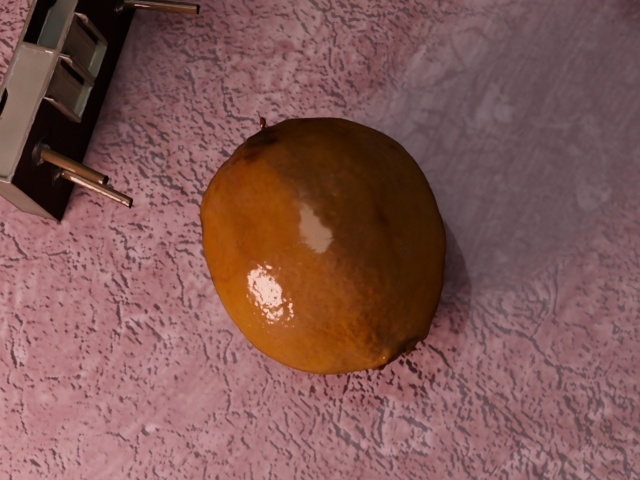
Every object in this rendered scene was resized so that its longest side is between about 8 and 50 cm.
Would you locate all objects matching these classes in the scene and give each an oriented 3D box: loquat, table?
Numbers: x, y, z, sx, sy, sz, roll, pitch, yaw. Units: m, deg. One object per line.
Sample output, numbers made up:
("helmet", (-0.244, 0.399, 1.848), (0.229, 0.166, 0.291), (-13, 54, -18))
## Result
("loquat", (0.000, 0.000, 1.455), (0.187, 0.176, 0.234), (-24, 74, -13))
("table", (-0.193, -0.139, 1.553), (0.111, 0.121, 0.240), (15, 79, 16))
